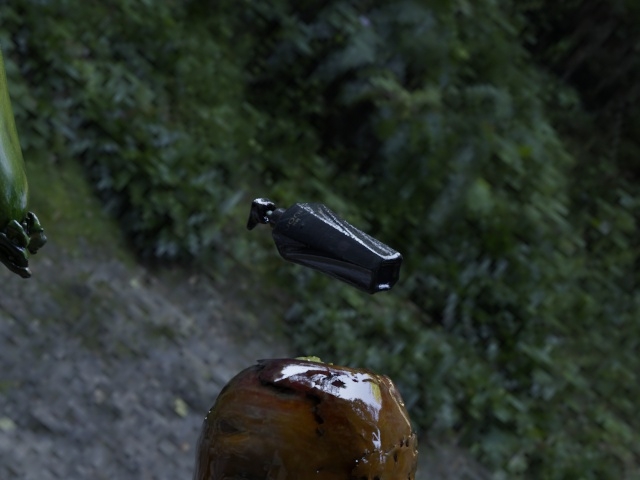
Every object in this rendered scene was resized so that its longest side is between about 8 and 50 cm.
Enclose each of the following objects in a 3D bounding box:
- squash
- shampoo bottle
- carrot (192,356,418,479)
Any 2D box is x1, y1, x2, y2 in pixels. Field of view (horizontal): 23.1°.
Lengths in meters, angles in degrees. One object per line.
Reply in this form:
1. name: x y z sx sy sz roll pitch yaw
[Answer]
1. squash: -0.247 -0.124 1.060 0.080 0.071 0.318 60 16 -70
2. shampoo bottle: 0.000 0.000 1.079 0.137 0.048 0.027 28 -18 44
3. carrot: -0.010 0.109 0.385 0.055 0.161 0.055 7 -2 0
